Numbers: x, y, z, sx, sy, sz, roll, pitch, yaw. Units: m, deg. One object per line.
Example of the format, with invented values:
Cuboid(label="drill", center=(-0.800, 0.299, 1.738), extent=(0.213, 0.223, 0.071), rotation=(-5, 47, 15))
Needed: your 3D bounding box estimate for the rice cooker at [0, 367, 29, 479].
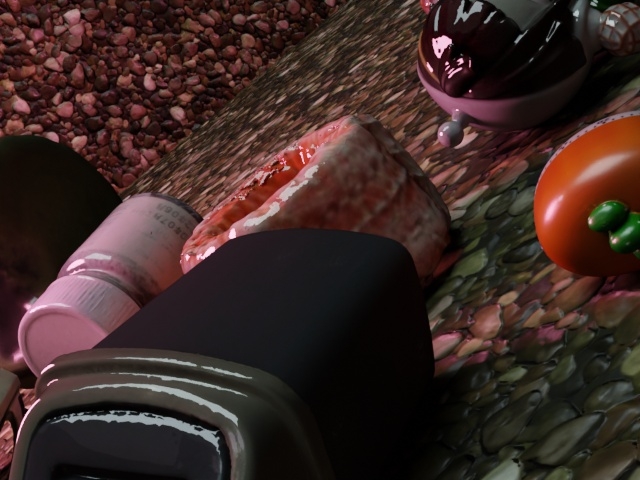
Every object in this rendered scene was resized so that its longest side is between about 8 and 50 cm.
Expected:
Cuboid(label="rice cooker", center=(-0.474, 0.226, 1.295), extent=(0.226, 0.244, 0.226), rotation=(-59, 11, 19))

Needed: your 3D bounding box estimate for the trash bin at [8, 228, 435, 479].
Cuboid(label="trash bin", center=(-0.053, 0.115, 0.736), extent=(0.209, 0.182, 0.290), rotation=(-1, 27, 29))

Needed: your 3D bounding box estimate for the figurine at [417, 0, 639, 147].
Cuboid(label="figurine", center=(0.241, -0.236, 1.200), extent=(0.281, 0.167, 0.370), rotation=(21, 45, 38))

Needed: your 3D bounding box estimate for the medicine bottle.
Cuboid(label="medicine bottle", center=(-0.252, 0.069, 1.403), extent=(0.165, 0.165, 0.273), rotation=(-28, 19, 33))

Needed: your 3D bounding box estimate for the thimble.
Cuboid(label="thimble", center=(0.000, 0.000, 1.043), extent=(0.239, 0.162, 0.239), rotation=(-37, 12, 9))

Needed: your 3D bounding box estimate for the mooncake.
Cuboid(label="mooncake", center=(-0.415, 0.025, 1.558), extent=(0.187, 0.351, 0.351), rotation=(-27, 18, 29))

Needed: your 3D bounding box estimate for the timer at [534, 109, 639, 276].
Cuboid(label="timer", center=(0.211, -0.025, 0.757), extent=(0.136, 0.099, 0.136), rotation=(-43, 21, 21))
